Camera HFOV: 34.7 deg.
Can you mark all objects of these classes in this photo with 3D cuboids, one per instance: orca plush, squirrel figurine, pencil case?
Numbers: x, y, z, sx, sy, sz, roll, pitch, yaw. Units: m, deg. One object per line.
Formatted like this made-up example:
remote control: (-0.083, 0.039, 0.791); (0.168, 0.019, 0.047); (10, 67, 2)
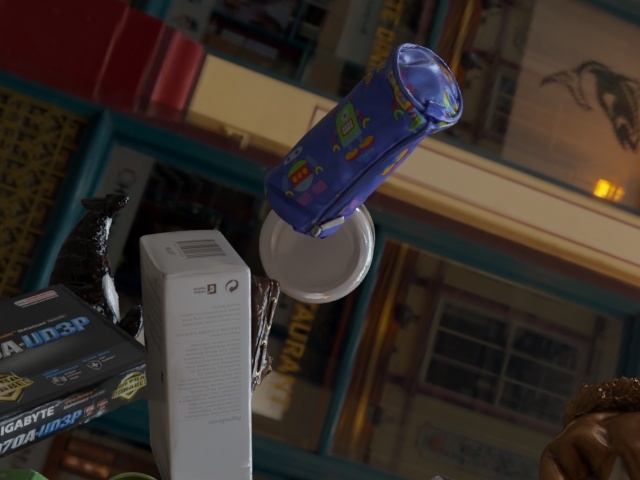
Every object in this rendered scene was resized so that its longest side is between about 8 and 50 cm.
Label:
orca plush: (-0.313, 0.072, 1.378); (0.102, 0.151, 0.287); (71, 36, -80)
squirrel figurine: (0.630, 0.356, 1.873); (0.370, 0.281, 0.397); (-37, -162, 30)
pencil case: (0.050, -0.118, 1.330); (0.306, 0.119, 0.133); (-42, -132, 37)

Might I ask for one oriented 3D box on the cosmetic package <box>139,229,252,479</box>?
cosmetic package: (-0.117, 0.116, 0.956); (0.117, 0.085, 0.231); (-137, -134, -64)

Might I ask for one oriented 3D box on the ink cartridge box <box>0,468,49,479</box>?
ink cartridge box: (-0.389, 0.462, 1.301); (0.117, 0.201, 0.278); (-11, -136, 41)

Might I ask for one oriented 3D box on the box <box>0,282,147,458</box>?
box: (-0.305, 0.129, 1.047); (0.220, 0.175, 0.051); (-18, 130, -47)

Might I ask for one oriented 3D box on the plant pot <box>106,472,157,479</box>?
plant pot: (-0.196, 0.291, 1.035); (0.079, 0.083, 0.083); (117, -13, -45)

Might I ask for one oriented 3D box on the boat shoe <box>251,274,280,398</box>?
boat shoe: (-0.092, 0.147, 1.311); (0.073, 0.073, 0.207); (16, -83, 61)

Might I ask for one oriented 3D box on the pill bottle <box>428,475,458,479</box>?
pill bottle: (0.223, 0.349, 1.114); (0.130, 0.245, 0.130); (-163, -90, -83)

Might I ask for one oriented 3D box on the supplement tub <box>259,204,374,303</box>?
supplement tub: (0.000, 0.000, 1.794); (0.272, 0.191, 0.191); (-53, 163, -84)
